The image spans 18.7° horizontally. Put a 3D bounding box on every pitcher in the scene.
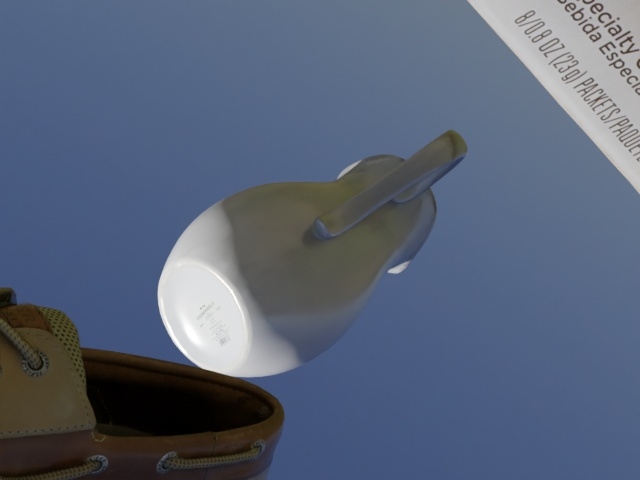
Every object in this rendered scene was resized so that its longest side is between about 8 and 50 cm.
[{"bbox_3d":[0.000,0.000,1.335,0.207,0.178,0.125,-30,-102,-42],"label":"pitcher"}]

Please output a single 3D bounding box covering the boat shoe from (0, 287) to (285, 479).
[{"bbox_3d":[-0.149,0.075,0.829,0.324,0.120,0.122,17,-161,-43],"label":"boat shoe"}]

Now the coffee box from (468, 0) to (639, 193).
[{"bbox_3d":[0.151,-0.049,0.489,0.246,0.141,0.098,44,-155,-35],"label":"coffee box"}]
